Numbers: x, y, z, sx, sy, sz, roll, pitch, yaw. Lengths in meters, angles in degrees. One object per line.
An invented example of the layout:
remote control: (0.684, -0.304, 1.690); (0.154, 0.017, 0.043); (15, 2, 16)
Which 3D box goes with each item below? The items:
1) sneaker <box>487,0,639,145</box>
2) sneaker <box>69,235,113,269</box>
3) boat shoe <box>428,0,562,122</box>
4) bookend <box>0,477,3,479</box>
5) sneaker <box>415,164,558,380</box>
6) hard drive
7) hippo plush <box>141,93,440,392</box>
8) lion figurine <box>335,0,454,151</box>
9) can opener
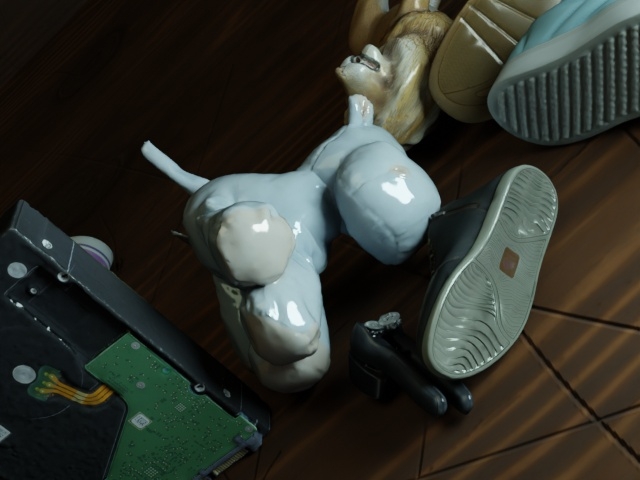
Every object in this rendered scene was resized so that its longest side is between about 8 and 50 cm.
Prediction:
sneaker: (0.300, -0.199, 1.188); (0.366, 0.135, 0.150); (-10, 48, 50)
sneaker: (-0.427, 0.099, 1.920); (0.282, 0.102, 0.161); (-24, 38, 38)
boat shoe: (0.245, -0.260, 1.409); (0.342, 0.123, 0.123); (-52, -4, 4)
bookend: (-0.426, 0.339, 1.594); (0.157, 0.156, 0.072); (-4, 25, -12)
sneaker: (0.128, 0.039, 1.200); (0.118, 0.083, 0.222); (-24, 29, 55)
hard drive: (-0.245, 0.142, 1.312); (0.237, 0.339, 0.064); (-38, 25, 20)
hippo plush: (0.000, 0.000, 1.355); (0.236, 0.234, 0.294); (-25, 28, -13)
lion figurine: (0.099, -0.239, 1.578); (0.240, 0.142, 0.392); (-62, 9, 12)
can opener: (0.081, 0.114, 1.194); (0.059, 0.073, 0.186); (-15, 19, -24)
